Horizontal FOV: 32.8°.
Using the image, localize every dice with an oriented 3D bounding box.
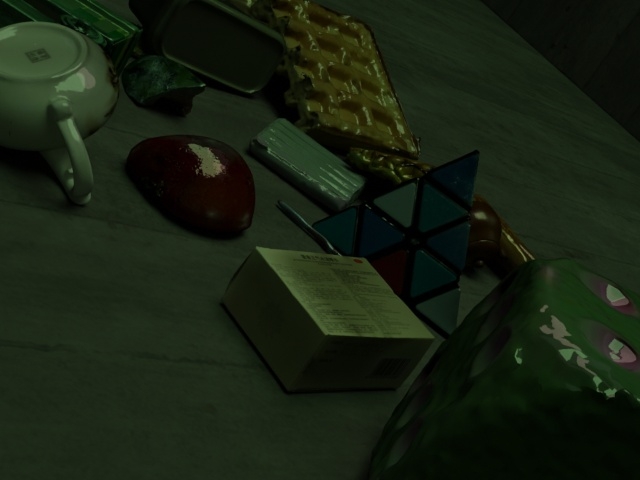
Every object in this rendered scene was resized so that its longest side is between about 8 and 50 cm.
[{"bbox_3d":[0.252,0.231,1.119,0.330,0.318,0.322,34,22,0],"label":"dice"}]

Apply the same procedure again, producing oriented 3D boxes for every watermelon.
[{"bbox_3d":[-0.269,-0.249,1.740,0.101,0.080,0.155,-30,62,-25],"label":"watermelon"}]

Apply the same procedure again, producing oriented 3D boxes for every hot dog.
[{"bbox_3d":[0.331,0.014,1.966,0.249,0.068,0.100,53,7,28],"label":"hot dog"}]

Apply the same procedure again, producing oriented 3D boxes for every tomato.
[{"bbox_3d":[-0.164,-0.098,1.503,0.189,0.099,0.173,44,27,28],"label":"tomato"}]

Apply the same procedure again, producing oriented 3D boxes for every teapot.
[{"bbox_3d":[0.257,-0.002,1.868,0.173,0.116,0.116,13,30,-37],"label":"teapot"},{"bbox_3d":[-0.356,-0.179,1.377,0.204,0.139,0.298,-12,47,-23],"label":"teapot"}]

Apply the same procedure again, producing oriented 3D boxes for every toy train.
[{"bbox_3d":[-0.418,-0.319,1.587,0.300,0.120,0.202,32,19,-3],"label":"toy train"}]

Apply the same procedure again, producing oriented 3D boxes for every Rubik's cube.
[{"bbox_3d":[0.126,0.006,1.736,0.249,0.284,0.234,3,-2,10],"label":"Rubik's cube"}]

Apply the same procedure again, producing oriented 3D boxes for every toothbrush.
[{"bbox_3d":[0.000,0.000,1.633,0.193,0.013,0.019,44,34,21],"label":"toothbrush"}]

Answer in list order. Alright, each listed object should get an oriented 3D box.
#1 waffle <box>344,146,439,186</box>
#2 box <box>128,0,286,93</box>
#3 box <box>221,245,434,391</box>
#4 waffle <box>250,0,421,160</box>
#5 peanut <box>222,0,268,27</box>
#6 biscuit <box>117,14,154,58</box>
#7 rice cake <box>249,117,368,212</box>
[{"bbox_3d":[0.155,-0.116,1.932,0.237,0.059,0.243,16,4,5],"label":"waffle"},{"bbox_3d":[-0.215,-0.380,1.946,0.274,0.138,0.178,20,19,-47],"label":"box"},{"bbox_3d":[0.010,0.097,1.351,0.212,0.095,0.168,7,36,-47],"label":"box"},{"bbox_3d":[0.036,-0.310,2.092,0.304,0.077,0.348,12,51,-44],"label":"waffle"},{"bbox_3d":[-0.112,-0.424,2.191,0.256,0.124,0.123,31,23,-8],"label":"peanut"},{"bbox_3d":[-0.353,-0.362,1.882,0.231,0.016,0.139,21,26,-28],"label":"biscuit"},{"bbox_3d":[-0.019,-0.128,1.829,0.198,0.037,0.189,34,23,3],"label":"rice cake"}]
